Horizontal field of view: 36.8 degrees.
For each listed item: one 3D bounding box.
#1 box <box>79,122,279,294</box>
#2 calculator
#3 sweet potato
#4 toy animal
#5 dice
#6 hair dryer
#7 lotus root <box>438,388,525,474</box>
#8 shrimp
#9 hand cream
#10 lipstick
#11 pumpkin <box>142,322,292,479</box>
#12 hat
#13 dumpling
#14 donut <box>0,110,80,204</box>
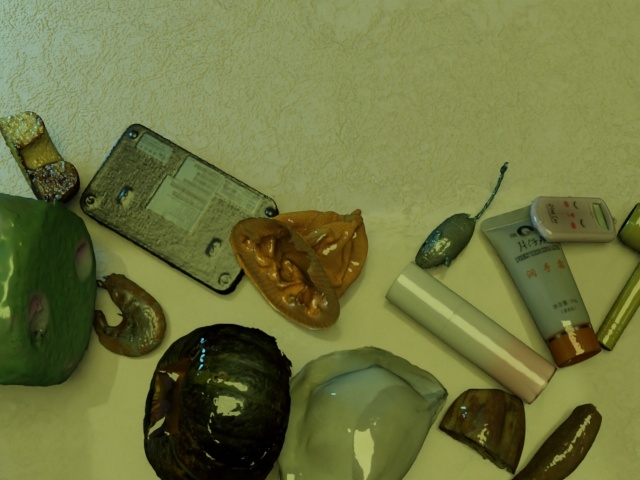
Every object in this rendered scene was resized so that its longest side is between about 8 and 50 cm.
[{"bbox_3d":[-0.272,-0.062,1.857,0.350,0.058,0.211,29,78,8],"label":"box"},{"bbox_3d":[0.478,-0.039,1.811,0.175,0.032,0.100,0,54,-12],"label":"calculator"},{"bbox_3d":[0.417,0.395,1.713,0.077,0.077,0.243,40,87,11],"label":"sweet potato"},{"bbox_3d":[0.277,-0.037,1.817,0.253,0.079,0.070,-46,101,-4],"label":"toy animal"},{"bbox_3d":[-0.596,0.088,1.674,0.322,0.330,0.318,2,80,10],"label":"dice"},{"bbox_3d":[0.581,0.073,1.785,0.135,0.090,0.278,32,85,9],"label":"hair dryer"},{"bbox_3d":[0.300,0.328,1.722,0.159,0.095,0.135,19,73,1],"label":"lotus root"},{"bbox_3d":[-0.376,0.139,1.811,0.132,0.051,0.187,-42,74,-7],"label":"shrimp"},{"bbox_3d":[0.423,0.078,1.790,0.140,0.089,0.314,-19,67,-11],"label":"hand cream"},{"bbox_3d":[0.273,0.168,1.763,0.327,0.087,0.087,36,80,10],"label":"lipstick"},{"bbox_3d":[-0.180,0.290,1.635,0.192,0.320,0.320,17,74,-29],"label":"pumpkin"},{"bbox_3d":[0.000,0.000,1.797,0.244,0.233,0.233,22,45,30],"label":"hat"},{"bbox_3d":[0.050,0.324,1.685,0.260,0.181,0.341,33,78,19],"label":"dumpling"},{"bbox_3d":[-0.533,-0.147,1.850,0.085,0.141,0.217,-31,77,-16],"label":"donut"}]
